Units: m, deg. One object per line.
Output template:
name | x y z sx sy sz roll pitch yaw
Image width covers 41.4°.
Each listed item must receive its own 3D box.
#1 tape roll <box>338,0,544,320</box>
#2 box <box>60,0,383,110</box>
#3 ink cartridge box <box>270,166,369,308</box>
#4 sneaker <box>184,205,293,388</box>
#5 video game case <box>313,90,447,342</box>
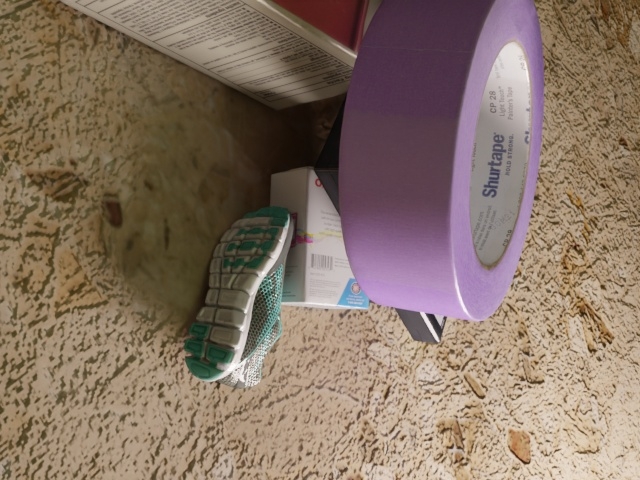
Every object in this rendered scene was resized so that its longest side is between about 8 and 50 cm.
tape roll | 0.112 -0.074 0.707 0.275 0.090 0.274 -32 127 -58
box | -0.061 -0.214 0.676 0.232 0.149 0.126 21 72 -42
ink cartridge box | 0.000 0.000 0.781 0.089 0.052 0.122 10 80 -45
sneaker | -0.059 0.050 0.724 0.076 0.065 0.166 48 57 -50
video game case | 0.097 -0.074 0.837 0.275 0.035 0.248 57 45 -45
